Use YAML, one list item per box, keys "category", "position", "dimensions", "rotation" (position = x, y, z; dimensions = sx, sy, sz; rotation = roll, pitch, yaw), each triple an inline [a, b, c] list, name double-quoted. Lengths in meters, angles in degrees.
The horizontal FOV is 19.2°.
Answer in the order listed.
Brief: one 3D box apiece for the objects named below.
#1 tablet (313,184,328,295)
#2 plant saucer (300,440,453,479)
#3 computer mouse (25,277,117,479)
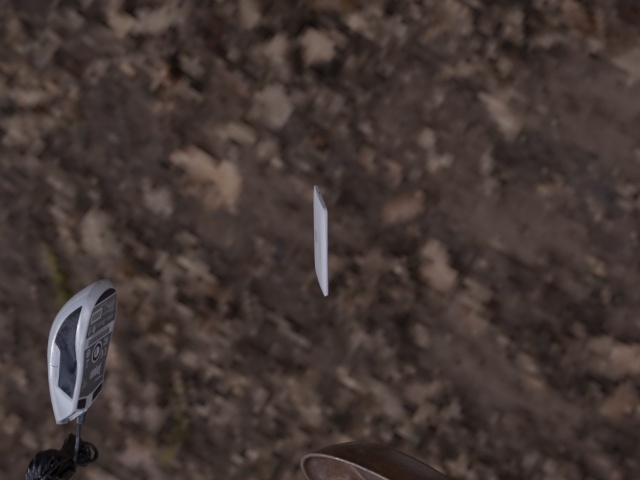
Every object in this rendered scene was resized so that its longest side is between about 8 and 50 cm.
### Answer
- category: "tablet"
  position: [0.000, 0.000, 1.620]
  dimensions: [0.006, 0.054, 0.083]
  rotation: [-4, 116, -8]
- category: "plant saucer"
  position: [0.077, 0.212, 1.483]
  dimensions: [0.199, 0.036, 0.198]
  rotation: [30, 160, 12]
- category: "computer mouse"
  position: [-0.214, 0.118, 1.620]
  dimensions: [0.042, 0.106, 0.193]
  rotation: [16, 108, 15]
